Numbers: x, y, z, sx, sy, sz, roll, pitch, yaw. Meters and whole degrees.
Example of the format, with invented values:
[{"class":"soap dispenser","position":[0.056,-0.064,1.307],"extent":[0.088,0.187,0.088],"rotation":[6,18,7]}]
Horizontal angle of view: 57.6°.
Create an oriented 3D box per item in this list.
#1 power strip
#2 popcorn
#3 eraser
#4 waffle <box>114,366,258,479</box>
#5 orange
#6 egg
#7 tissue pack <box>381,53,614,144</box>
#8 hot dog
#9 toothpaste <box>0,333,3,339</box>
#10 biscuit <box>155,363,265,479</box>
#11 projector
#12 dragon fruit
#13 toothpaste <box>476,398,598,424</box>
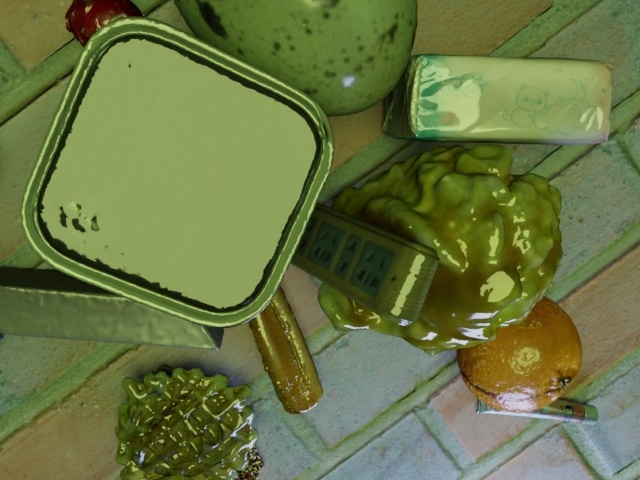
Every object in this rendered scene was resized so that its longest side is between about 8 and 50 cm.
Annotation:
[{"class":"power strip","position":[0.000,0.000,0.756],"extent":[0.066,0.388,0.092],"rotation":[21,93,-35]},{"class":"popcorn","position":[0.168,0.014,0.819],"extent":[0.279,0.335,0.274],"rotation":[29,55,-21]},{"class":"eraser","position":[-0.319,0.100,0.862],"extent":[0.353,0.111,0.077],"rotation":[6,101,-7]},{"class":"waffle","position":[-0.208,0.297,0.908],"extent":[0.224,0.054,0.203],"rotation":[7,98,-6]},{"class":"orange","position":[0.312,0.177,0.909],"extent":[0.193,0.161,0.193],"rotation":[-10,118,-21]},{"class":"egg","position":[-0.038,-0.331,0.731],"extent":[0.288,0.287,0.379],"rotation":[-28,98,-1]},{"class":"tissue pack","position":[0.238,-0.198,0.828],"extent":[0.271,0.201,0.124],"rotation":[1,105,-6]},{"class":"hot dog","position":[-0.076,0.137,0.919],"extent":[0.083,0.068,0.288],"rotation":[-24,97,-25]},{"class":"toothpaste","position":[-0.610,0.213,0.874],"extent":[0.267,0.065,0.050],"rotation":[-35,98,1]},{"class":"biscuit","position":[-0.186,0.309,0.954],"extent":[0.237,0.026,0.131],"rotation":[30,97,-9]},{"class":"projector","position":[-0.145,-0.072,0.653],"extent":[0.249,0.249,0.248],"rotation":[23,94,-11]},{"class":"dragon fruit","position":[-0.262,-0.289,0.819],"extent":[0.191,0.094,0.094],"rotation":[21,96,-14]},{"class":"toothpaste","position":[0.375,0.288,1.008],"extent":[0.205,0.036,0.056],"rotation":[9,100,-4]}]
